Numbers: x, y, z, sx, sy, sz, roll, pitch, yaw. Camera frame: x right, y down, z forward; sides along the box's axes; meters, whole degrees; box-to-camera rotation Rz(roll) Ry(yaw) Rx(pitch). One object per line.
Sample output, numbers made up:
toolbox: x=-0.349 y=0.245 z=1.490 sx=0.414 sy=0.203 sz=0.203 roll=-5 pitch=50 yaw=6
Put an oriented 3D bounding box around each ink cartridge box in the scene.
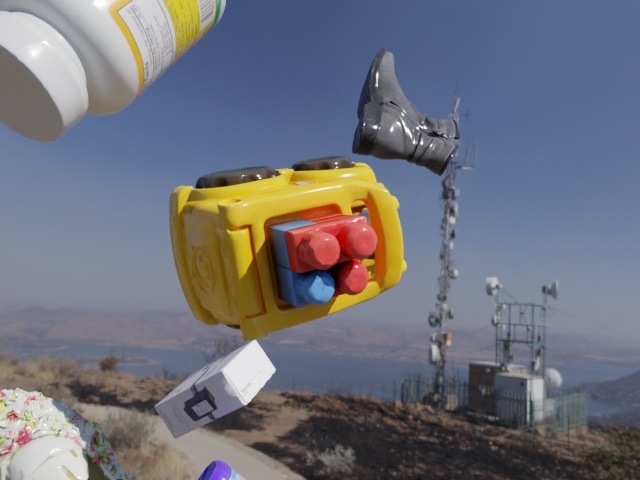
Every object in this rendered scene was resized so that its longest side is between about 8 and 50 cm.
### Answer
ink cartridge box: x=-0.252 y=0.357 z=1.216 sx=0.237 sy=0.100 sz=0.172 roll=-31 pitch=2 yaw=23

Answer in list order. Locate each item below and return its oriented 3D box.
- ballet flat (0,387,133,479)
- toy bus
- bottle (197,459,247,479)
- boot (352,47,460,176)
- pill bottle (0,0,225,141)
ballet flat: x=-0.211 y=0.228 z=0.446 sx=0.241 sy=0.091 sz=0.077 roll=56 pitch=-25 yaw=-19
toy bus: x=0.000 y=0.000 z=0.444 sx=0.220 sy=0.149 sz=0.211 roll=-14 pitch=10 yaw=-27
bottle: x=-0.122 y=0.554 z=0.992 sx=0.283 sy=0.092 sz=0.118 roll=38 pitch=-20 yaw=-4
boot: x=0.200 y=-0.290 z=1.149 sx=0.223 sy=0.338 sz=0.118 roll=14 pitch=-31 yaw=-5
pill bottle: x=-0.175 y=-0.176 z=0.403 sx=0.118 sy=0.208 sz=0.117 roll=18 pitch=-37 yaw=14
